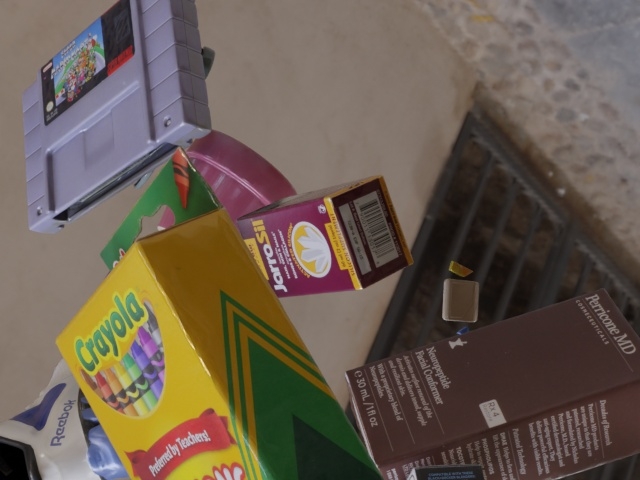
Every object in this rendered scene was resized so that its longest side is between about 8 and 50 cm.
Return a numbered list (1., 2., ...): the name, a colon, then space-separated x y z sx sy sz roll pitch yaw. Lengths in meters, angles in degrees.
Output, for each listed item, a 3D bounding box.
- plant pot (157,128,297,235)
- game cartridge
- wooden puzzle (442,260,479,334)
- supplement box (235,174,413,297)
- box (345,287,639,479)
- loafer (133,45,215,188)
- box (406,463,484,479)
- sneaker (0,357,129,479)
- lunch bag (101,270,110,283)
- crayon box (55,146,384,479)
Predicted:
1. plant pot: -0.167 -0.055 1.692 0.201 0.180 0.201 34 169 8
2. game cartridge: -0.284 -0.176 1.344 0.355 0.230 0.068 -27 157 39
3. wooden puzzle: 0.228 0.097 1.667 0.078 0.116 0.014 15 169 -34
4. supplement box: 0.000 0.000 1.122 0.188 0.080 0.104 -11 101 54
5. box: 0.241 0.220 1.347 0.381 0.191 0.143 -17 124 -2
6. loafer: -0.253 -0.199 1.558 0.084 0.096 0.267 26 121 -17
7. box: 0.151 0.419 1.147 0.087 0.290 0.169 1 142 -13
8. sneaker: -0.346 0.237 1.283 0.315 0.182 0.127 -158 51 -68
9. lunch bag: -0.202 0.083 1.318 0.129 0.096 0.151 38 156 -29
10. crayon box: -0.086 0.118 0.747 0.319 0.081 0.202 59 143 8
